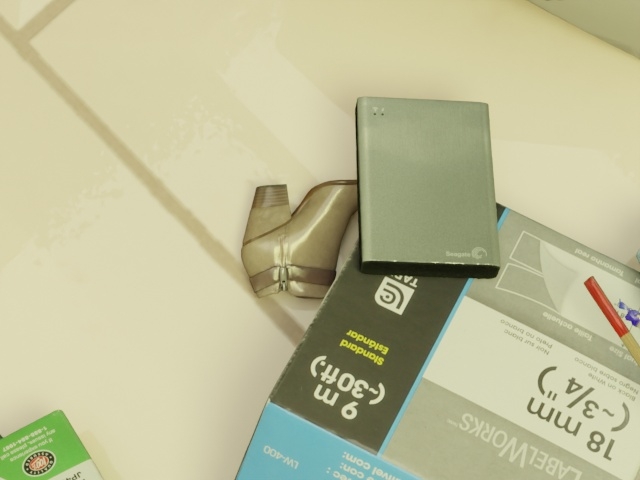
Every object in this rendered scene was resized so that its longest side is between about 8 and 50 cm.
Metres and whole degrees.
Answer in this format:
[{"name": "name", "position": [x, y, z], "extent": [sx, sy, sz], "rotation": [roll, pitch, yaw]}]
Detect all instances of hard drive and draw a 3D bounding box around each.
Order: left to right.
[{"name": "hard drive", "position": [0.072, -0.037, 1.292], "extent": [0.094, 0.022, 0.135], "rotation": [2, 59, -6]}]

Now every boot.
[{"name": "boot", "position": [0.000, 0.000, 1.386], "extent": [0.118, 0.042, 0.087], "rotation": [-5, 85, 1]}]

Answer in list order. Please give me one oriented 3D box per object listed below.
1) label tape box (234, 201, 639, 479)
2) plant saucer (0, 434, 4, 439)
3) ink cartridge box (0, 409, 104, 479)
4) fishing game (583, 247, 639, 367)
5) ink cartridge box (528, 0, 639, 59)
[{"name": "label tape box", "position": [0.088, 0.140, 1.266], "extent": [0.240, 0.106, 0.334], "rotation": [26, 59, 6]}, {"name": "plant saucer", "position": [-0.297, 0.123, 1.375], "extent": [0.067, 0.018, 0.192], "rotation": [-42, 80, -7]}, {"name": "ink cartridge box", "position": [-0.189, 0.242, 1.268], "extent": [0.153, 0.087, 0.208], "rotation": [-28, 57, -16]}, {"name": "fishing game", "position": [0.296, 0.053, 1.284], "extent": [0.264, 0.041, 0.189], "rotation": [-17, 71, -47]}, {"name": "ink cartridge box", "position": [0.193, -0.313, 1.275], "extent": [0.395, 0.166, 0.285], "rotation": [22, 85, -29]}]
